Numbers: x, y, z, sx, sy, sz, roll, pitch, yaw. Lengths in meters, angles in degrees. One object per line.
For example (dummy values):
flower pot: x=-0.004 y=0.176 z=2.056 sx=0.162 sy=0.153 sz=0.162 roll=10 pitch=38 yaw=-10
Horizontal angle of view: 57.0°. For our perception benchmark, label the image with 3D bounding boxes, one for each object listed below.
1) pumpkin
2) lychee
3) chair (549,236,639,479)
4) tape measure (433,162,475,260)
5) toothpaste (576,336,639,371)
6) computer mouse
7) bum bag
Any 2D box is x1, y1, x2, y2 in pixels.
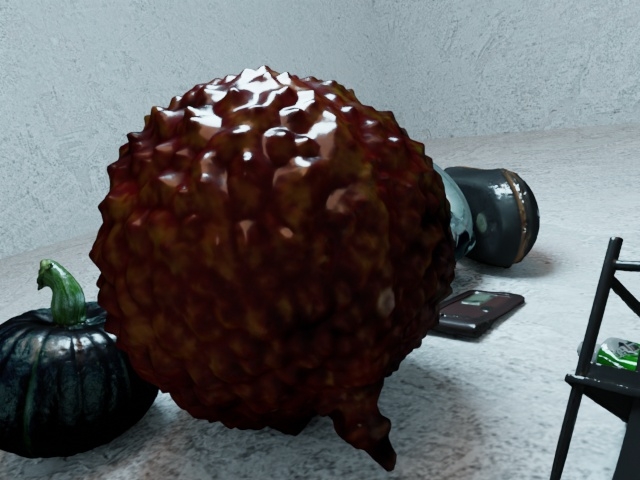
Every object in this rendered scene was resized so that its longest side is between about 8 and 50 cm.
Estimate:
pumpkin: x=-0.332 y=0.145 z=0.768 sx=0.248 sy=0.247 sz=0.248 roll=-11 pitch=14 yaw=3
lychee: x=-0.044 y=0.027 z=0.681 sx=0.425 sy=0.424 sz=0.499 roll=-16 pitch=53 yaw=-17
chair: x=0.304 y=0.140 z=0.495 sx=0.141 sy=0.259 sz=0.155 roll=33 pitch=-18 yaw=-34
tape measure: x=0.143 y=-0.040 z=1.025 sx=0.256 sy=0.275 sz=0.147 roll=-34 pitch=-14 yaw=-45
toothpaste: x=0.372 y=0.143 z=0.589 sx=0.078 sy=0.046 sz=0.248 roll=-26 pitch=21 yaw=-26
computer mouse: x=0.310 y=-0.049 z=1.122 sx=0.117 sy=0.182 sz=0.323 roll=-5 pitch=11 yaw=-16
bum bag: x=0.231 y=0.109 z=0.901 sx=0.160 sy=0.026 sz=0.109 roll=-17 pitch=14 yaw=-41
